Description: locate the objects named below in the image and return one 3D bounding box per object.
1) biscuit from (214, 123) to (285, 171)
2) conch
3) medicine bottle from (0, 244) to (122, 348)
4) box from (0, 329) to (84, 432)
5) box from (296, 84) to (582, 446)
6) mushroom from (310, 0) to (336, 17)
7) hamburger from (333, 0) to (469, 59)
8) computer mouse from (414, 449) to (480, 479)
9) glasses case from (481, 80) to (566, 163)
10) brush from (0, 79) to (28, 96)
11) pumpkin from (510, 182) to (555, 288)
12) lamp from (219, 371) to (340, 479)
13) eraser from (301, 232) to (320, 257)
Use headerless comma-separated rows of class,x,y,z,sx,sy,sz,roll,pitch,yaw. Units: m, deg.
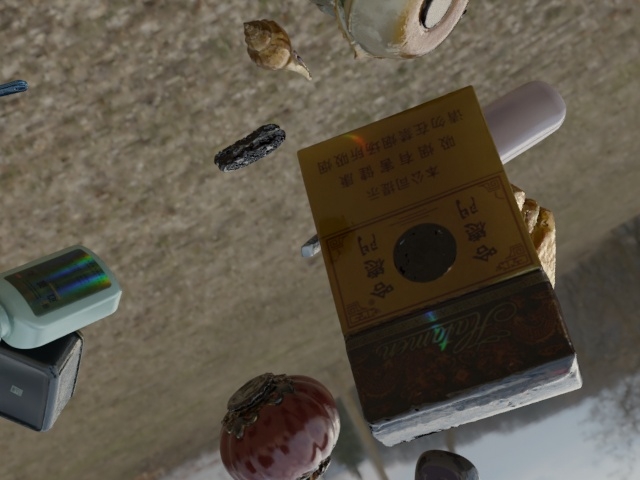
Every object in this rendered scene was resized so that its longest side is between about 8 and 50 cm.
biscuit,-0.086,-0.111,1.257,0.089,0.027,0.087,-23,171,-46
conch,-0.098,-0.399,2.237,0.093,0.109,0.330,-50,157,-1
medicine bottle,-0.418,0.092,1.539,0.229,0.121,0.083,-26,151,-41
box,-0.464,0.205,1.641,0.201,0.145,0.090,114,-1,-45
box,0.145,0.029,1.331,0.264,0.415,0.116,-19,149,10
mushroom,0.006,-0.543,2.216,0.108,0.247,0.096,-19,138,-48
hamburger,0.116,-0.353,1.432,0.237,0.147,0.237,-38,150,-27
computer mouse,0.210,0.467,1.766,0.120,0.232,0.057,6,-173,30
glasses case,0.357,-0.216,2.097,0.297,0.113,0.075,-31,160,-6
brush,-0.422,-0.166,1.228,0.164,0.014,0.051,-11,172,8
pumpkin,0.276,0.009,1.855,0.225,0.256,0.303,11,173,37
lamp,-0.068,0.340,1.820,0.227,0.226,0.227,-26,168,-6
eraser,0.000,0.000,1.859,0.099,0.019,0.027,-40,135,-44
